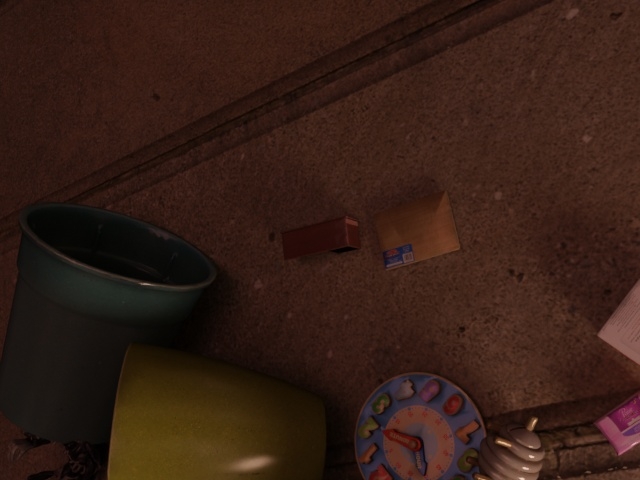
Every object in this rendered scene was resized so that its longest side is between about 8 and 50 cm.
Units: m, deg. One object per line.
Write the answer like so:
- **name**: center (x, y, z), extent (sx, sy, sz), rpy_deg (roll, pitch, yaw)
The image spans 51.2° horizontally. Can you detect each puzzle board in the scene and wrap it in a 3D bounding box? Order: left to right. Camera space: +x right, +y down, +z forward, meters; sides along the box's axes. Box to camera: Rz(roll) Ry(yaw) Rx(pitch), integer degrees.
- **puzzle board**: center (0.150, -0.014, 1.053), extent (0.128, 0.011, 0.096), rpy_deg (-19, 72, 28)

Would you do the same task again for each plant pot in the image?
- **plant pot**: center (-0.400, 0.151, 1.187), extent (0.341, 0.341, 0.334), rpy_deg (29, 103, 32)
- **plant pot**: center (-0.146, 0.299, 1.003), extent (0.294, 0.275, 0.274), rpy_deg (5, 80, -8)

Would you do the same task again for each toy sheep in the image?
- **toy sheep**: center (0.250, 0.286, 0.886), extent (0.091, 0.091, 0.132), rpy_deg (38, 113, 31)

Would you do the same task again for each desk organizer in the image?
- **desk organizer**: center (0.000, 0.000, 1.121), extent (0.130, 0.047, 0.050), rpy_deg (-13, 76, 29)

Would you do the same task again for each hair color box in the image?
- **hair color box**: center (0.442, 0.132, 0.820), extent (0.167, 0.053, 0.093), rpy_deg (39, 100, 32)

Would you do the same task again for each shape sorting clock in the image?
- **shape sorting clock**: center (0.142, 0.297, 0.977), extent (0.206, 0.040, 0.206), rpy_deg (-7, 77, 30)

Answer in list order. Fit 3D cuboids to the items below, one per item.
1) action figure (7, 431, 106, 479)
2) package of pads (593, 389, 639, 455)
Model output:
- **action figure**: center (-0.515, 0.445, 1.291), extent (0.164, 0.141, 0.275), rpy_deg (36, 103, 33)
- **package of pads**: center (0.393, 0.227, 0.843), extent (0.083, 0.032, 0.050), rpy_deg (-43, 63, 17)
